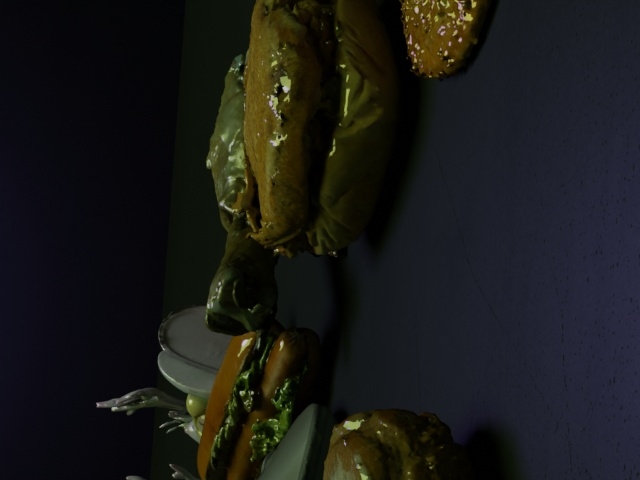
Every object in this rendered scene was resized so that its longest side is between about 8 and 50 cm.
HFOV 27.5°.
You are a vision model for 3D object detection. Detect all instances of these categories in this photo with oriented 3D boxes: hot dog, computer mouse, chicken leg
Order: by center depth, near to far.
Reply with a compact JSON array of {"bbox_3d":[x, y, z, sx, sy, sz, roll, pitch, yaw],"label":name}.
[{"bbox_3d":[-0.058,0.338,1.489,0.197,0.095,0.330,123,166,-53],"label":"computer mouse"},{"bbox_3d":[-0.082,-0.041,1.658,0.201,0.153,0.429,99,179,-47],"label":"chicken leg"},{"bbox_3d":[-0.081,0.222,1.683,0.100,0.135,0.337,-62,-7,-49],"label":"hot dog"}]

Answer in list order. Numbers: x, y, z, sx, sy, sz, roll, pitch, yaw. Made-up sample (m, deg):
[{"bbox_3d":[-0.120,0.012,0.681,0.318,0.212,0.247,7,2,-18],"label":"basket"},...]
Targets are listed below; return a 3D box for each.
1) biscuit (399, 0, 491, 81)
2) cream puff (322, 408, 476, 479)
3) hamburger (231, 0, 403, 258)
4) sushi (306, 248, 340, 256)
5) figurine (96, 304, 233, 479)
[{"bbox_3d":[0.117,-0.275,1.231,0.254,0.035,0.253,-175,90,-78],"label":"biscuit"},{"bbox_3d":[0.070,0.207,1.078,0.165,0.115,0.150,-132,41,-61],"label":"cream puff"},{"bbox_3d":[-0.011,-0.145,1.468,0.318,0.158,0.318,-176,90,-77],"label":"hamburger"},{"bbox_3d":[0.000,0.000,1.618,0.099,0.050,0.047,-97,7,-79],"label":"sushi"},{"bbox_3d":[-0.190,0.247,1.897,0.206,0.285,0.315,-97,6,-47],"label":"figurine"}]
